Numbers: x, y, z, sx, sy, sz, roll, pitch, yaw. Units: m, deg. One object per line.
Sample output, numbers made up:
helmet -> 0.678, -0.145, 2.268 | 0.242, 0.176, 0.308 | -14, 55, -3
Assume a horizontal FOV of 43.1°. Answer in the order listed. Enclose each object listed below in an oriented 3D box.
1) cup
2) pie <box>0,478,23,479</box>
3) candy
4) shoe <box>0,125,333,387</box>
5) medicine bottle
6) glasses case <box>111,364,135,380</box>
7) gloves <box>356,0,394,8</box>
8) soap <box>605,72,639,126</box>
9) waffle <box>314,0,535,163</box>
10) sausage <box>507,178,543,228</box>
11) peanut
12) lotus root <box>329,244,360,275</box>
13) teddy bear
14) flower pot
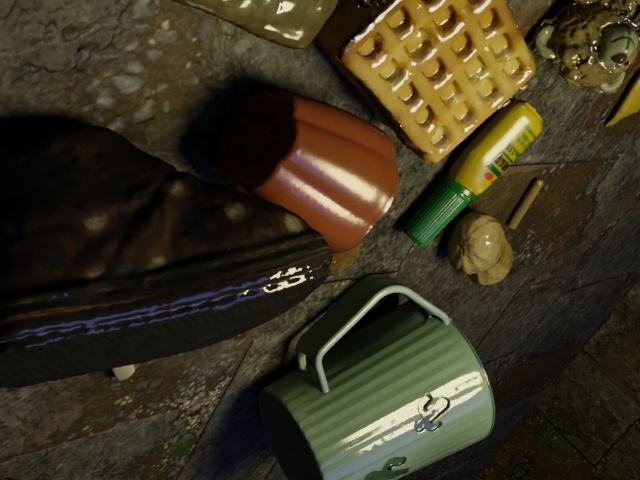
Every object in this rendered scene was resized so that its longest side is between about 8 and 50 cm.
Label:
cup -> 0.092, 0.284, 1.588 | 0.392, 0.400, 0.310 | -23, 179, -23
pie -> -0.543, 0.458, 1.175 | 0.315, 0.092, 0.315 | -31, 147, -22
candy -> -0.075, -0.264, 0.781 | 0.234, 0.102, 0.104 | 9, 123, -53
shoe -> -0.189, -0.005, 0.845 | 0.384, 0.237, 0.171 | -12, 159, -25
medicine bottle -> 0.263, -0.116, 1.427 | 0.309, 0.076, 0.111 | -47, 150, 9
glasses case -> -0.292, 0.178, 1.180 | 0.032, 0.021, 0.083 | -31, 149, -19
gloves -> 0.033, -0.370, 0.730 | 0.210, 0.135, 0.312 | -37, 137, -59
soap -> 0.670, -0.305, 1.723 | 0.089, 0.033, 0.168 | -16, 143, -35
waffle -> 0.139, -0.247, 1.031 | 0.224, 0.098, 0.328 | -41, 147, 9
sausage -> 0.441, -0.080, 1.746 | 0.024, 0.024, 0.132 | -15, 140, -41
peanut -> 0.328, 0.028, 1.660 | 0.125, 0.111, 0.274 | -40, 151, 4
lotus root -> -0.004, -0.001, 1.233 | 0.135, 0.095, 0.159 | -1, 125, -46
teddy bear -> 0.461, -0.355, 1.273 | 0.267, 0.156, 0.256 | 23, 116, -16
flower pot -> -0.023, -0.097, 1.008 | 0.190, 0.190, 0.173 | -49, 139, 10
